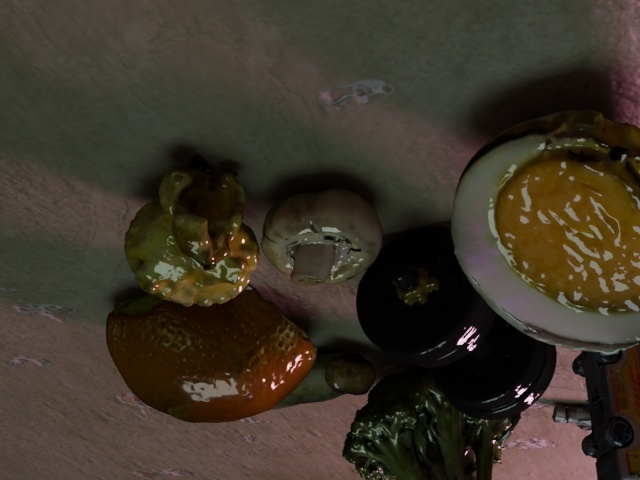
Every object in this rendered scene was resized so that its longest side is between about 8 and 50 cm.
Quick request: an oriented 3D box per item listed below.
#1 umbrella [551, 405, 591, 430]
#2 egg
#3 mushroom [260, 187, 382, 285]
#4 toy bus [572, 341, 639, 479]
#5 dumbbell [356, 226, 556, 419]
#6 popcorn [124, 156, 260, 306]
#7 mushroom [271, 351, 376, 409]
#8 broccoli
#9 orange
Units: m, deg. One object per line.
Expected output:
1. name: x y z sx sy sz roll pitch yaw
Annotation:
1. umbrella: 0.527 0.337 1.856 0.188 0.046 0.050 5 113 0
2. egg: 0.286 -0.035 1.084 0.264 0.174 0.286 -11 122 34
3. mushroom: 0.000 0.000 1.233 0.154 0.122 0.154 9 148 5
4. toy bus: 0.433 0.225 1.430 0.106 0.268 0.092 4 153 -9
5. dumbbell: 0.191 0.120 1.364 0.185 0.185 0.388 -12 147 29
6. popcorn: -0.147 0.003 1.228 0.168 0.173 0.195 29 141 -15
7. mushroom: -0.032 0.249 1.757 0.100 0.081 0.312 30 148 -32
8. broccoli: 0.199 0.356 1.708 0.321 0.283 0.303 -14 141 -2
9. orange: -0.173 0.191 1.592 0.335 0.196 0.262 0 166 -6
